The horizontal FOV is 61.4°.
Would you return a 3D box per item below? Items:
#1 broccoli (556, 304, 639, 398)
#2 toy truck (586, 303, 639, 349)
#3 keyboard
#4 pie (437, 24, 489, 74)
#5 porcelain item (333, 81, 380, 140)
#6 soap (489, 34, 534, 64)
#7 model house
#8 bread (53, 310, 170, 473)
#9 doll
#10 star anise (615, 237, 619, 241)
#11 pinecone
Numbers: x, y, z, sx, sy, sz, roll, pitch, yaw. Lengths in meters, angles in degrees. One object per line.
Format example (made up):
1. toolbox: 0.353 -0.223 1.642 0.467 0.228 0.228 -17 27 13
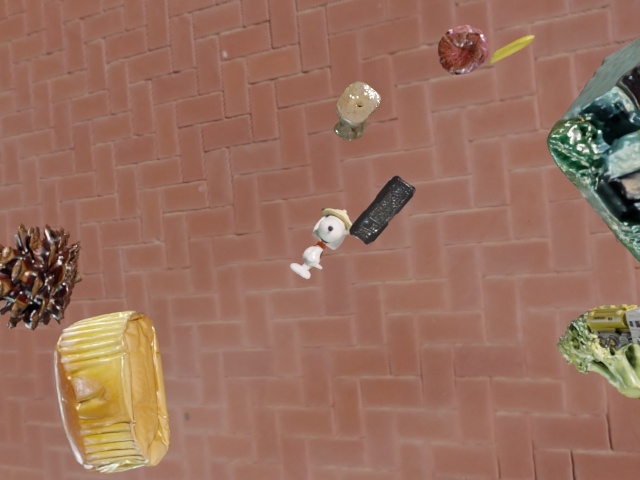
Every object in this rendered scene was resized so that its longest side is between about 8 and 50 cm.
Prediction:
1. broccoli: 0.761 0.302 1.416 0.248 0.288 0.245 -35 46 36
2. toy truck: 0.456 0.125 0.802 0.052 0.123 0.062 -13 83 -16
3. keyboard: 0.208 -0.098 1.820 0.106 0.016 0.262 31 113 -21
4. pie: 0.427 -0.574 1.626 0.154 0.038 0.153 11 119 22
5. porcelain item: 0.063 -0.242 1.099 0.069 0.215 0.081 39 83 1
6. soap: 0.614 -0.622 1.756 0.168 0.089 0.033 -19 95 47
7. model house: 0.486 -0.130 0.654 0.280 0.249 0.230 45 67 -10
8. bread: -0.385 0.281 0.992 0.156 0.204 0.288 -13 88 3
9. doll: -0.002 0.006 2.009 0.144 0.208 0.271 36 109 6
10. star anise: 0.888 -0.083 1.500 0.181 0.061 0.204 26 96 29
11. pinecone: -0.365 0.045 0.674 0.121 0.140 0.140 16 99 -16
